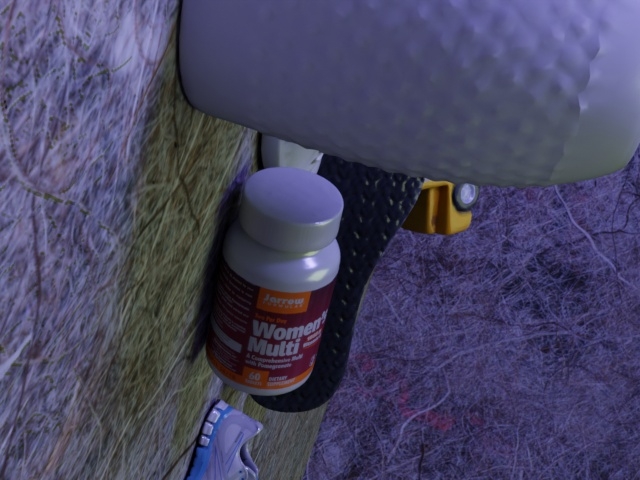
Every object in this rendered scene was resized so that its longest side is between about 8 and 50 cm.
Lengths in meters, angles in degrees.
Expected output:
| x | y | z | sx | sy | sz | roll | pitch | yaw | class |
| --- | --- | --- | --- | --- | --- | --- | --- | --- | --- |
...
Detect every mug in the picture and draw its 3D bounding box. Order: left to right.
| x | y | z | sx | sy | sz | roll | pitch | yaw | class |
| --- | --- | --- | --- | --- | --- | --- | --- | --- | --- |
| 0.111 | -0.226 | 0.836 | 0.276 | 0.328 | 0.374 | -31 | 140 | -79 | mug |

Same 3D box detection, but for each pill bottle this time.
| x | y | z | sx | sy | sz | roll | pitch | yaw | class |
| --- | --- | --- | --- | --- | --- | --- | --- | --- | --- |
| -0.047 | 0.043 | 1.143 | 0.121 | 0.121 | 0.221 | -61 | 167 | -54 | pill bottle |

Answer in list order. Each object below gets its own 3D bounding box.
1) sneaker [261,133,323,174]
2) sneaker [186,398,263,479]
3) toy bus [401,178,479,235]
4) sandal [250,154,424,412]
| x | y | z | sx | sy | sz | roll | pitch | yaw | class |
| --- | --- | --- | --- | --- | --- | --- | --- | --- | --- |
| 0.012 | -0.136 | 1.128 | 0.290 | 0.123 | 0.106 | 99 | 11 | -55 | sneaker |
| -0.123 | 0.298 | 1.366 | 0.071 | 0.083 | 0.191 | -34 | 143 | -80 | sneaker |
| 0.121 | -0.172 | 1.400 | 0.130 | 0.108 | 0.333 | -14 | 110 | -38 | toy bus |
| -0.003 | 0.001 | 1.361 | 0.107 | 0.167 | 0.446 | -116 | -137 | -61 | sandal |
